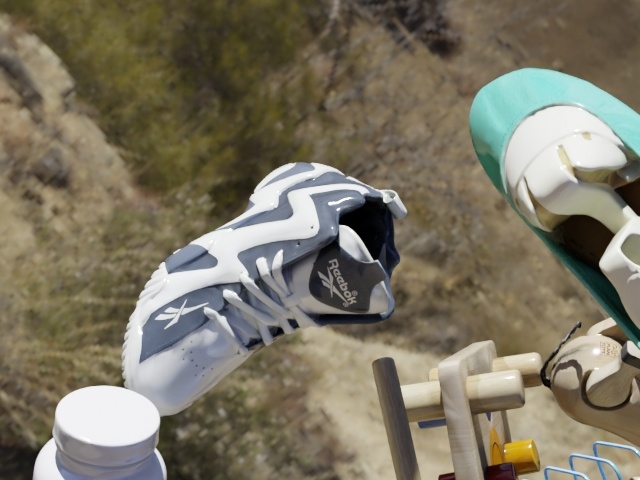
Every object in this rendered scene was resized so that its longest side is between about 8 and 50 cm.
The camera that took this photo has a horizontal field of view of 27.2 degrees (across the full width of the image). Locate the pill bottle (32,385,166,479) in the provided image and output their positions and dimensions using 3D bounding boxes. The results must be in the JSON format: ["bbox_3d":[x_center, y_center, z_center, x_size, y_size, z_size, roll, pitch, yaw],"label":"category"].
[{"bbox_3d":[-0.148,0.180,0.872,0.087,0.160,0.087,9,27,-4],"label":"pill bottle"}]

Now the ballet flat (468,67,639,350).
[{"bbox_3d":[0.152,-0.008,0.661,0.247,0.083,0.087,50,21,25],"label":"ballet flat"}]

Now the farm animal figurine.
[{"bbox_3d":[0.366,0.203,1.365,0.327,0.172,0.330,38,39,2],"label":"farm animal figurine"}]

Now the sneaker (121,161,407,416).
[{"bbox_3d":[-0.027,0.037,0.931,0.235,0.153,0.094,-42,117,-27],"label":"sneaker"}]

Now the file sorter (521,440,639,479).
[{"bbox_3d":[0.317,0.329,1.623,0.170,0.118,0.104,-22,96,-21],"label":"file sorter"}]

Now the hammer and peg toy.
[{"bbox_3d":[0.157,0.229,1.282,0.361,0.127,0.266,2,79,-75],"label":"hammer and peg toy"}]
